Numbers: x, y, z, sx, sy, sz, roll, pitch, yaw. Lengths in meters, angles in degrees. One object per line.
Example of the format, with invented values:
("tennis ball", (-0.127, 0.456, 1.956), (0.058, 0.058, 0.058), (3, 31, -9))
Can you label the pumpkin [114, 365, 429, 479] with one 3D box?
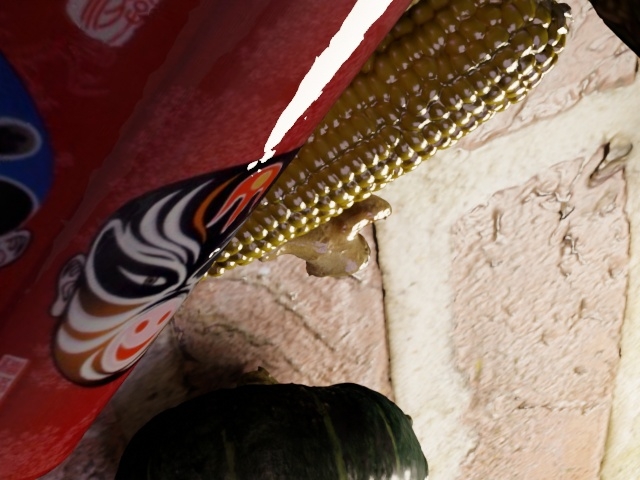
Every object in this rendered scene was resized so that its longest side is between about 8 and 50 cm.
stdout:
("pumpkin", (-0.035, 0.162, 1.285), (0.212, 0.152, 0.211), (-23, 166, -6))

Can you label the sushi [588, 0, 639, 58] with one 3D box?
("sushi", (0.286, -0.178, 0.932), (0.299, 0.294, 0.281), (-46, 148, 5))

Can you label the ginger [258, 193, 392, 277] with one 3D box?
("ginger", (0.000, 0.000, 1.201), (0.097, 0.030, 0.048), (-18, 119, -25))

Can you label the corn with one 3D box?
("corn", (0.017, -0.068, 1.061), (0.260, 0.091, 0.091), (-35, 154, 11))

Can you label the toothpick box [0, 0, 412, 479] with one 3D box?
("toothpick box", (-0.109, -0.071, 0.840), (0.204, 0.204, 0.333), (5, 133, -44))

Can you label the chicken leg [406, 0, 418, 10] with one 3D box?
("chicken leg", (0.050, -0.156, 0.937), (0.080, 0.125, 0.196), (-44, 159, -32))
